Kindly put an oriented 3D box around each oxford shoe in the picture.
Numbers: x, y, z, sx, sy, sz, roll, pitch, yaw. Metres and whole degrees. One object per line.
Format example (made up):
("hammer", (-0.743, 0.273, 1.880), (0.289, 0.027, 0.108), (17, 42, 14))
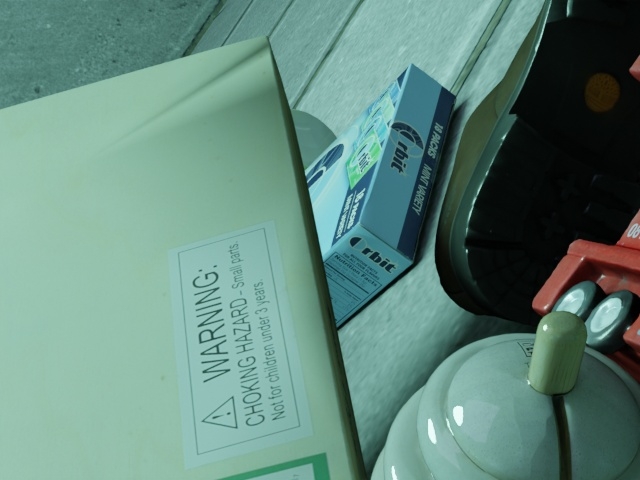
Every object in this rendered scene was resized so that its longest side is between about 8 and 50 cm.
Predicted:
("oxford shoe", (0.108, -0.071, 0.532), (0.227, 0.083, 0.096), (-55, 10, -10))

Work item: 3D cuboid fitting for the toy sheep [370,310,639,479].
("toy sheep", (0.054, 0.070, 0.345), (0.091, 0.091, 0.132), (-70, -7, -49))

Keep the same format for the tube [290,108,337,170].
("tube", (-0.068, 0.000, 1.008), (0.070, 0.062, 0.240), (-5, -35, -44))

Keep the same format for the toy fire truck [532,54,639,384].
("toy fire truck", (0.130, -0.012, 0.383), (0.135, 0.047, 0.192), (-53, 15, -5))

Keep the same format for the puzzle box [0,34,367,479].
("puzzle box", (-0.121, 0.089, 0.431), (0.272, 0.052, 0.409), (-14, 39, 3))

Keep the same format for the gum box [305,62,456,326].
("gum box", (0.000, 0.000, 0.796), (0.184, 0.041, 0.157), (-42, 18, 39))
